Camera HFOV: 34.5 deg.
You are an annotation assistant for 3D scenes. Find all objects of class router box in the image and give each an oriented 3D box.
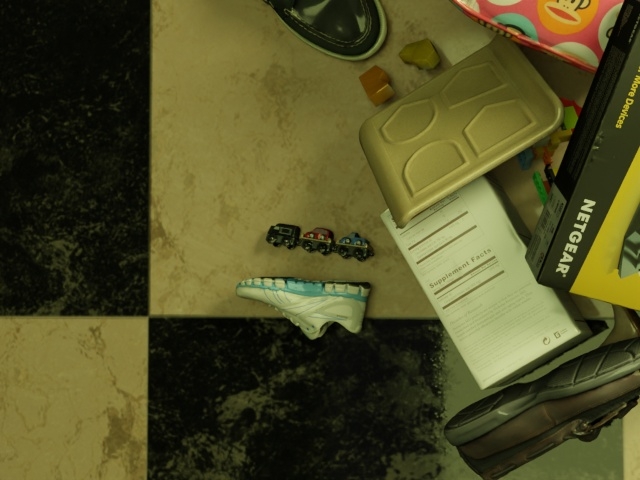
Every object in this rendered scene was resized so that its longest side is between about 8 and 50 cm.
[{"bbox_3d":[0.384,-0.072,1.079,0.243,0.081,0.308,14,111,-6],"label":"router box"}]

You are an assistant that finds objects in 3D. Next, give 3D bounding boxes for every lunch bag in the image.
[{"bbox_3d":[0.268,-0.288,1.192,0.293,0.258,0.120,27,110,2],"label":"lunch bag"}]

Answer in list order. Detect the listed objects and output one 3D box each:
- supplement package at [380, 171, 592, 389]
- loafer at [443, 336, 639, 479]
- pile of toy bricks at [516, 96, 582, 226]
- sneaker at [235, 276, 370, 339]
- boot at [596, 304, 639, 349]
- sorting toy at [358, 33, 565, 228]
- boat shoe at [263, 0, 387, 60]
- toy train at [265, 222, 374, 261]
[{"bbox_3d":[0.202,0.042,1.253,0.134,0.139,0.244,-33,73,15],"label":"supplement package"},{"bbox_3d":[0.288,0.204,1.221,0.303,0.109,0.095,-30,93,35],"label":"loafer"},{"bbox_3d":[0.317,-0.062,1.246,0.105,0.118,0.212,-11,64,-6],"label":"pile of toy bricks"},{"bbox_3d":[-0.028,0.090,1.384,0.191,0.071,0.082,4,94,23],"label":"sneaker"},{"bbox_3d":[0.353,0.131,1.242,0.087,0.042,0.118,-38,66,25],"label":"boot"},{"bbox_3d":[0.152,-0.160,1.263,0.229,0.041,0.307,-35,36,13],"label":"sorting toy"},{"bbox_3d":[-0.046,-0.379,1.394,0.127,0.113,0.340,-40,74,15],"label":"boat shoe"},{"bbox_3d":[0.000,0.000,1.400,0.158,0.027,0.036,10,80,23],"label":"toy train"}]
